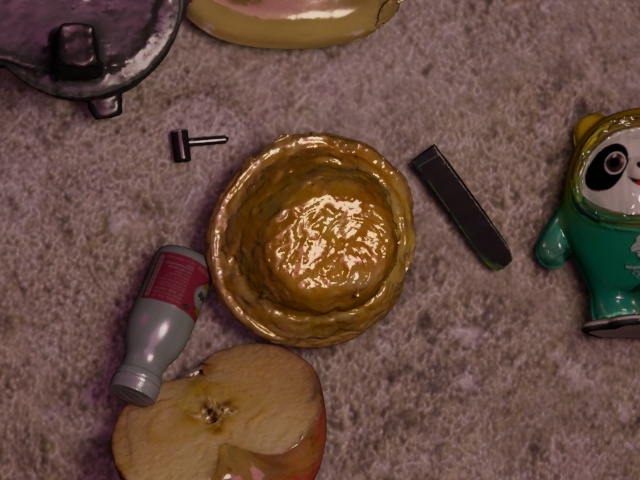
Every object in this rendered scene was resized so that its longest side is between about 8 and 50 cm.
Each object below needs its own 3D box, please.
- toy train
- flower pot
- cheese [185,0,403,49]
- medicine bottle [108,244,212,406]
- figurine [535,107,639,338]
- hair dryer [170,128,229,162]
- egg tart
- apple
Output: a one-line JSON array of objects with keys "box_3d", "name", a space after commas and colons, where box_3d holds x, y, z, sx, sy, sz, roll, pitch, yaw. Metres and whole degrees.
[{"box_3d": [0.214, -0.047, 1.852, 0.044, 0.042, 0.209, -36, 94, 13], "name": "toy train"}, {"box_3d": [-0.333, -0.308, 1.656, 0.299, 0.283, 0.299, 1, 86, -11], "name": "flower pot"}, {"box_3d": [-0.024, -0.399, 1.799, 0.316, 0.128, 0.259, 8, 93, -3], "name": "cheese"}, {"box_3d": [-0.221, 0.117, 1.713, 0.090, 0.090, 0.216, 23, 64, -7], "name": "medicine bottle"}, {"box_3d": [0.476, -0.033, 1.815, 0.323, 0.231, 0.340, -2, 78, 16], "name": "figurine"}, {"box_3d": [-0.173, -0.140, 1.805, 0.083, 0.026, 0.047, -8, 90, -17], "name": "hair dryer"}, {"box_3d": [0.000, 0.000, 1.727, 0.319, 0.128, 0.319, 0, 90, -14], "name": "egg tart"}, {"box_3d": [-0.126, 0.291, 1.696, 0.293, 0.251, 0.163, -20, 124, -10], "name": "apple"}]
